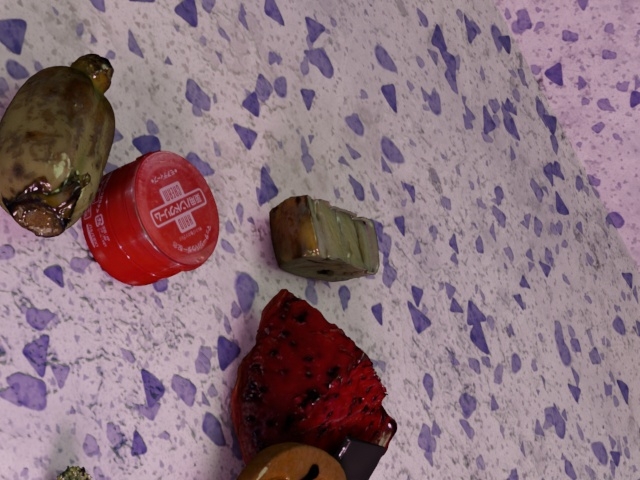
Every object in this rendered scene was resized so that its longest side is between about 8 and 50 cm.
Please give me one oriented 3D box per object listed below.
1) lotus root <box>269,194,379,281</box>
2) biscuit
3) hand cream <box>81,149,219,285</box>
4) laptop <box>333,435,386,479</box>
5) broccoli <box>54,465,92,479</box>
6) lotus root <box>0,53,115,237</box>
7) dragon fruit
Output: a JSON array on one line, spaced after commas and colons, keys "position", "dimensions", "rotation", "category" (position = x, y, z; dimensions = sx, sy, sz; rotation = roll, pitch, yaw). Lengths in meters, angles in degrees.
[{"position": [0.000, 0.000, 2.371], "dimensions": [0.235, 0.138, 0.119], "rotation": [16, 67, -49], "category": "lotus root"}, {"position": [-0.052, 0.492, 2.015], "dimensions": [0.314, 0.063, 0.367], "rotation": [28, 73, -48], "category": "biscuit"}, {"position": [-0.261, -0.032, 2.048], "dimensions": [0.193, 0.125, 0.193], "rotation": [26, 55, -44], "category": "hand cream"}, {"position": [0.028, 0.413, 2.192], "dimensions": [0.197, 0.016, 0.135], "rotation": [-59, 146, 3], "category": "laptop"}, {"position": [-0.329, 0.360, 1.796], "dimensions": [0.095, 0.092, 0.097], "rotation": [46, 58, -10], "category": "broccoli"}, {"position": [-0.376, -0.143, 1.928], "dimensions": [0.173, 0.173, 0.309], "rotation": [42, 44, -33], "category": "lotus root"}, {"position": [-0.034, 0.285, 2.228], "dimensions": [0.286, 0.228, 0.329], "rotation": [-53, 149, -8], "category": "dragon fruit"}]
